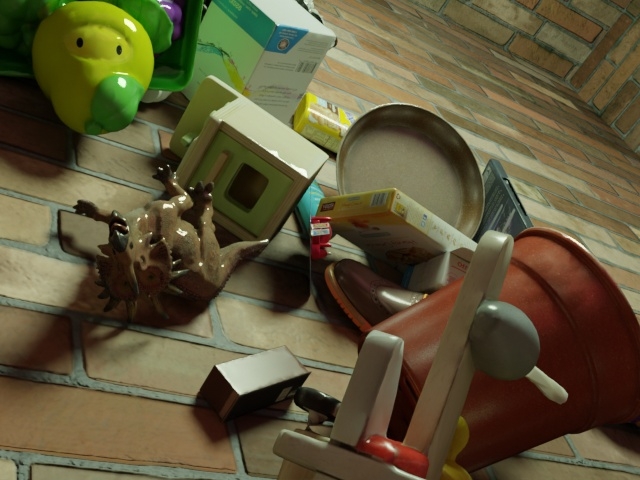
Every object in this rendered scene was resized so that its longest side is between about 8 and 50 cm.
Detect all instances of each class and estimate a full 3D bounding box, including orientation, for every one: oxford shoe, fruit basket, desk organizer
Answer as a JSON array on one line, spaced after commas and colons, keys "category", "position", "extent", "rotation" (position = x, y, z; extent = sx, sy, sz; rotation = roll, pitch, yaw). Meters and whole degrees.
[{"category": "oxford shoe", "position": [0.177, 0.118, 1.221], "extent": [0.364, 0.133, 0.130], "rotation": [33, 28, -3]}, {"category": "fruit basket", "position": [-0.348, -0.329, 1.201], "extent": [0.392, 0.283, 0.392], "rotation": [11, 22, -4]}, {"category": "desk organizer", "position": [-0.076, 0.167, 0.959], "extent": [0.050, 0.047, 0.130], "rotation": [46, 29, 25]}]

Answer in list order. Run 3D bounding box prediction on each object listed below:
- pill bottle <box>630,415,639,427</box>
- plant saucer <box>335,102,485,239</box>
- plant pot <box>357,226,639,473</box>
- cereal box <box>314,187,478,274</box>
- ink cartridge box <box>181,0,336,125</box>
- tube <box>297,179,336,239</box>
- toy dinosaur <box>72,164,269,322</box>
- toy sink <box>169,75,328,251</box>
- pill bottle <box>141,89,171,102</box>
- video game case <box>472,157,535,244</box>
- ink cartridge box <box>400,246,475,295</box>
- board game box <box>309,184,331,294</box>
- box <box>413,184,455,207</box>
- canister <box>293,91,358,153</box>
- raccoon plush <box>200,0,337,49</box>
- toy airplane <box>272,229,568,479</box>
[{"category": "pill bottle", "position": [0.529, 0.256, 1.417], "extent": [0.193, 0.108, 0.108], "rotation": [25, 29, -17]}, {"category": "plant saucer", "position": [0.162, -0.103, 1.501], "extent": [0.310, 0.050, 0.310], "rotation": [7, 74, -23]}, {"category": "plant pot", "position": [0.206, 0.156, 1.003], "extent": [0.265, 0.272, 0.272], "rotation": [-22, 53, -17]}, {"category": "cereal box", "position": [0.132, -0.006, 1.301], "extent": [0.240, 0.173, 0.047], "rotation": [31, 67, -34]}, {"category": "ink cartridge box", "position": [-0.126, -0.335, 1.503], "extent": [0.168, 0.232, 0.171], "rotation": [46, 30, 25]}, {"category": "tube", "position": [-0.018, -0.073, 1.414], "extent": [0.080, 0.052, 0.207], "rotation": [32, 20, -31]}, {"category": "toy dinosaur", "position": [-0.182, 0.023, 1.004], "extent": [0.296, 0.127, 0.200], "rotation": [23, 34, -46]}, {"category": "toy sink", "position": [-0.134, -0.120, 1.240], "extent": [0.234, 0.153, 0.131], "rotation": [36, 28, 0]}, {"category": "pill bottle", "position": [-0.287, -0.283, 1.422], "extent": [0.067, 0.067, 0.120], "rotation": [32, 27, -6]}, {"category": "video game case", "position": [0.317, -0.003, 1.503], "extent": [0.026, 0.196, 0.274], "rotation": [13, 33, -15]}, {"category": "ink cartridge box", "position": [0.212, 0.074, 1.283], "extent": [0.104, 0.181, 0.061], "rotation": [26, 67, -15]}, {"category": "board game box", "position": [0.000, 0.000, 1.217], "extent": [0.033, 0.133, 0.168], "rotation": [0, 32, 0]}, {"category": "box", "position": [0.200, -0.079, 1.610], "extent": [0.102, 0.087, 0.101], "rotation": [26, 28, -15]}, {"category": "canister", "position": [0.032, -0.232, 1.689], "extent": [0.170, 0.073, 0.126], "rotation": [25, 28, -15]}, {"category": "raccoon plush", "position": [-0.175, -0.513, 1.789], "extent": [0.446, 0.216, 0.299], "rotation": [30, 20, -8]}, {"category": "toy airplane", "position": [0.087, 0.222, 0.682], "extent": [0.272, 0.386, 0.384], "rotation": [22, 28, 3]}]
